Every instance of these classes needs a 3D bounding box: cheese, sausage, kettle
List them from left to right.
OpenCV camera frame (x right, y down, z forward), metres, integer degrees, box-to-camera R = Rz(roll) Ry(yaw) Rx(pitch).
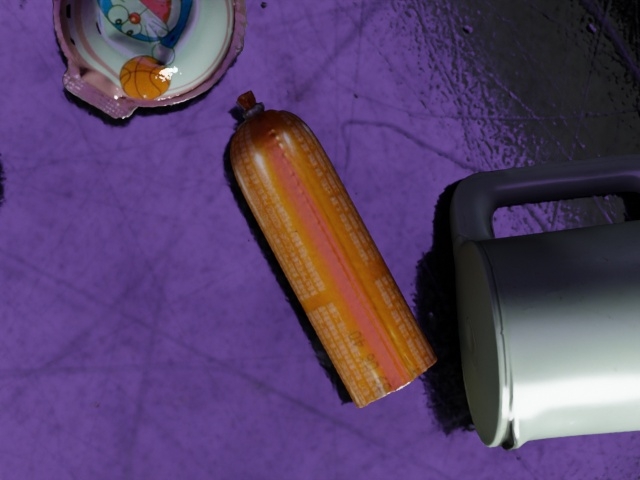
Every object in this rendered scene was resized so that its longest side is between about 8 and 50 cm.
[{"bbox_3d":[-0.142,-0.247,1.700,0.189,0.074,0.286,33,83,-7],"label":"cheese"},{"bbox_3d":[0.000,0.000,1.700,0.093,0.093,0.312,-28,90,-8],"label":"sausage"},{"bbox_3d":[0.292,0.051,1.683,0.318,0.205,0.265,-7,91,-5],"label":"kettle"}]
